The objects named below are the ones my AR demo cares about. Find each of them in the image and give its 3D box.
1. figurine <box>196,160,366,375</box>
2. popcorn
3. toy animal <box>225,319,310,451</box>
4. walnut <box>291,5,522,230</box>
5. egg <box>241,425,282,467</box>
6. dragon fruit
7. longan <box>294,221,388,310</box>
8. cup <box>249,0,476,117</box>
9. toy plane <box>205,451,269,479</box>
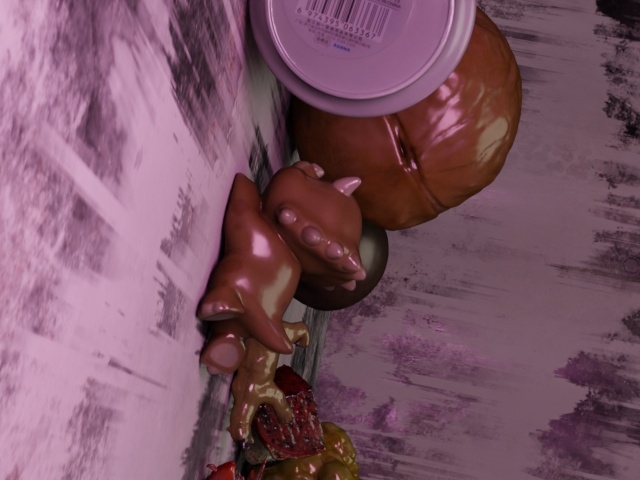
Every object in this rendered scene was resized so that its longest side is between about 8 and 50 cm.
[{"bbox_3d":[-0.031,0.026,1.254,0.177,0.173,0.247,96,7,-53],"label":"figurine"},{"bbox_3d":[-0.027,0.446,2.000,0.235,0.242,0.250,-49,154,-23],"label":"popcorn"},{"bbox_3d":[-0.090,0.191,1.551,0.101,0.103,0.218,1,103,-66],"label":"toy animal"},{"bbox_3d":[0.133,-0.204,1.623,0.397,0.354,0.308,-80,153,-52],"label":"walnut"},{"bbox_3d":[-0.092,0.344,1.800,0.110,0.085,0.085,-53,154,-73],"label":"egg"},{"bbox_3d":[-0.070,0.284,1.753,0.161,0.127,0.120,-142,-137,-67],"label":"dragon fruit"},{"bbox_3d":[0.021,0.020,1.817,0.212,0.198,0.198,64,33,-49],"label":"longan"},{"bbox_3d":[0.043,-0.311,1.212,0.327,0.237,0.322,-59,130,-76],"label":"cup"},{"bbox_3d":[-0.134,0.370,1.470,0.194,0.077,0.126,108,0,-55],"label":"toy plane"}]
